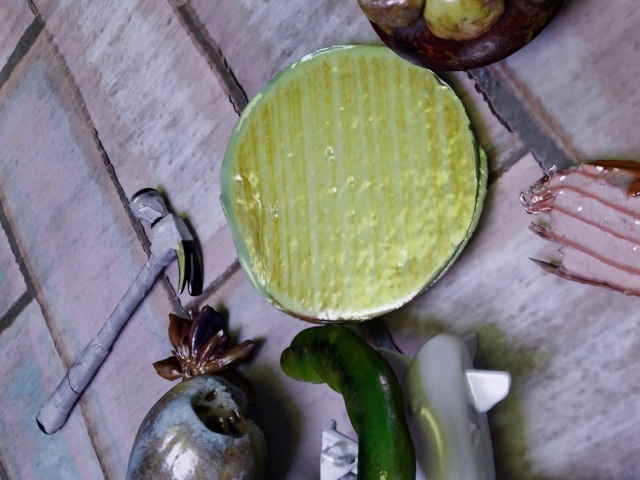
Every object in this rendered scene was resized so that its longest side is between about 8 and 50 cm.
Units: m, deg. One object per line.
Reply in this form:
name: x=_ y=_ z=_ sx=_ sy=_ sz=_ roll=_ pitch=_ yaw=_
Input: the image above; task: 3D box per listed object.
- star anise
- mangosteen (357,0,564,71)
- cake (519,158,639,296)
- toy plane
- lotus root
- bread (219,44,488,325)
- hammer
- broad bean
star anise: x=-0.141 y=0.156 z=0.802 sx=0.168 sy=0.057 sz=0.167 roll=-1 pitch=88 yaw=35
mangosteen: x=0.104 y=-0.238 z=0.544 sx=0.192 sy=0.217 sz=0.192 roll=5 pitch=99 yaw=35
cake: x=0.273 y=-0.004 z=0.496 sx=0.287 sy=0.135 sz=0.098 roll=10 pitch=110 yaw=43
toy plane: x=0.106 y=0.215 z=0.593 sx=0.267 sy=0.123 sz=0.266 roll=-1 pitch=89 yaw=37
lotus root: x=-0.157 y=0.294 z=0.738 sx=0.158 sy=0.140 sz=0.322 roll=49 pitch=130 yaw=43
bread: x=0.025 y=-0.062 z=0.684 sx=0.301 sy=0.045 sz=0.301 roll=-3 pitch=82 yaw=27
hammer: x=-0.302 y=0.125 z=0.924 sx=0.427 sy=0.044 sz=0.152 roll=-49 pitch=65 yaw=25
broad bean: x=0.017 y=0.153 z=0.581 sx=0.144 sy=0.049 sz=0.292 roll=-60 pitch=27 yaw=23
